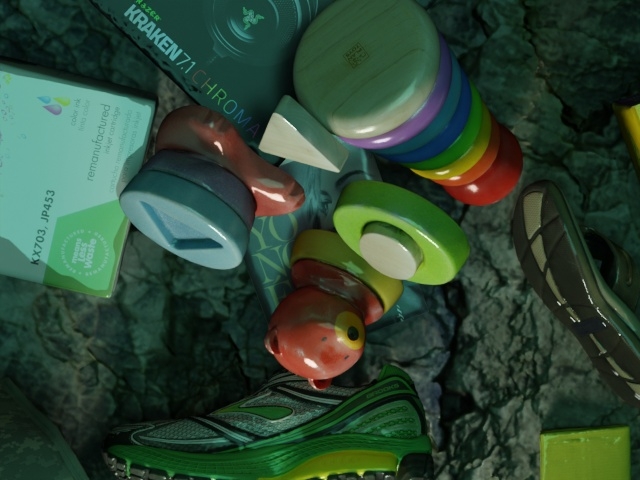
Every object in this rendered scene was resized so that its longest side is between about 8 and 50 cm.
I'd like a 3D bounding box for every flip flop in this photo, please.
[{"bbox_3d":[0.294,0.052,1.746,0.080,0.112,0.277,-39,97,-23],"label":"flip flop"}]

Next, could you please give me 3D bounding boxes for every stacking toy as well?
[{"bbox_3d":[0.103,-0.111,1.616,0.141,0.330,0.141,-9,68,24],"label":"stacking toy"},{"bbox_3d":[-0.031,0.010,1.576,0.309,0.279,0.130,37,67,-19],"label":"stacking toy"}]

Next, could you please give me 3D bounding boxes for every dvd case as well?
[{"bbox_3d":[0.000,0.000,1.758,0.164,0.018,0.221,-20,98,0],"label":"dvd case"}]

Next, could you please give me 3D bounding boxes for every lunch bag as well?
[{"bbox_3d":[-0.349,0.265,1.612,0.235,0.287,0.169,-20,107,-19],"label":"lunch bag"}]

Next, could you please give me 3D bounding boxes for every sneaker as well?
[{"bbox_3d":[-0.056,0.205,1.749,0.344,0.134,0.146,-4,62,4],"label":"sneaker"}]

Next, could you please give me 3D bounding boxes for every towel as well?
[{"bbox_3d":[0.287,0.317,1.821,0.102,0.021,0.237,-4,98,-8],"label":"towel"}]

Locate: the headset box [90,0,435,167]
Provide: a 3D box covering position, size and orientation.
[{"bbox_3d":[-0.041,-0.251,1.656,0.246,0.131,0.283,45,90,-8],"label":"headset box"}]

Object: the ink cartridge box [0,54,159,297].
[{"bbox_3d":[-0.354,-0.085,1.675,0.353,0.119,0.207,13,98,-5],"label":"ink cartridge box"}]

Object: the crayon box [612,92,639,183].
[{"bbox_3d":[0.526,-0.058,1.732,0.363,0.106,0.313,-21,99,0],"label":"crayon box"}]
